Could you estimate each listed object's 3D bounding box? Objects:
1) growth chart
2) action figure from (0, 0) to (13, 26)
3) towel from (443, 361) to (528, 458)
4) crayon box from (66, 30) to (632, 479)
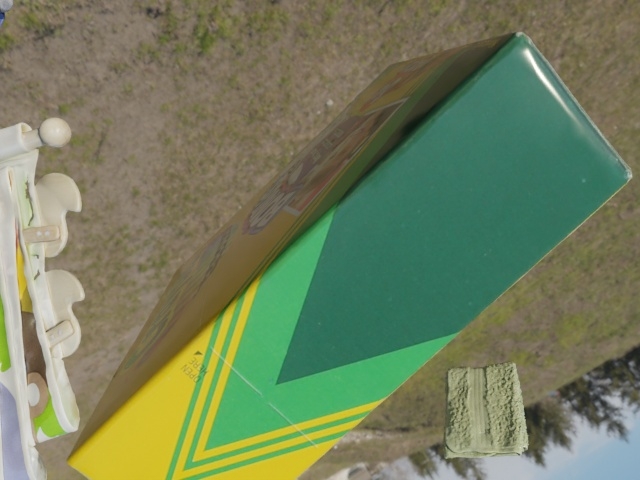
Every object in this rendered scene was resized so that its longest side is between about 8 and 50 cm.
[{"bbox_3d":[-0.196,0.057,0.340,0.172,0.237,0.021,-4,173,17],"label":"growth chart"},{"bbox_3d":[-0.461,-0.282,0.707,0.178,0.330,0.341,10,147,-38],"label":"action figure"},{"bbox_3d":[0.219,0.226,0.856,0.110,0.148,0.027,-11,126,20],"label":"towel"},{"bbox_3d":[0.000,0.000,0.491,0.313,0.106,0.363,-42,-168,6],"label":"crayon box"}]
